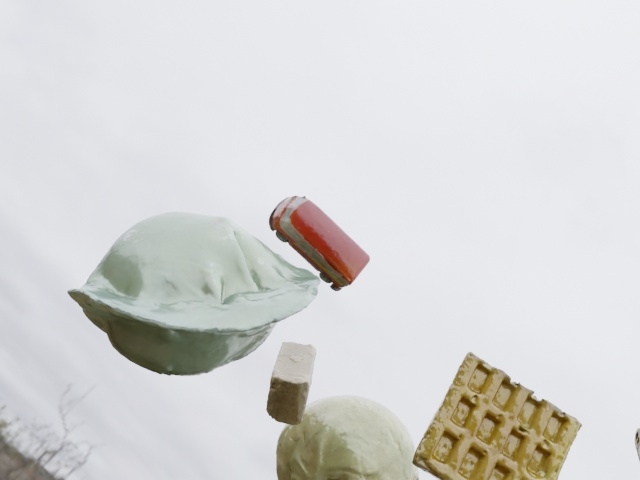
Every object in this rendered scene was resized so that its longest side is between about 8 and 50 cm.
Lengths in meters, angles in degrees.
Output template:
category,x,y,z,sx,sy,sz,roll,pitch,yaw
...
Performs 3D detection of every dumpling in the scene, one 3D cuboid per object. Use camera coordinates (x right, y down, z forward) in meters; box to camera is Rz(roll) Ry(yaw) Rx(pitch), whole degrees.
category,x,y,z,sx,sy,sz,roll,pitch,yaw
dumpling,-0.150,0.082,1.075,0.270,0.321,0.212,27,-47,10

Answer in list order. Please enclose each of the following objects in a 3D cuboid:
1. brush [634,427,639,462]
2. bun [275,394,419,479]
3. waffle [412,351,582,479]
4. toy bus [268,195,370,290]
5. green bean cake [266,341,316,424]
category,x,y,z,sx,sy,sz,roll,pitch,yaw
brush,0.541,0.381,1.320,0.010,0.218,0.083,10,-68,10
bun,0.051,0.558,1.896,0.364,0.364,0.202,42,13,3
waffle,0.307,0.351,1.388,0.247,0.221,0.055,33,-19,-2
toy bus,0.000,0.000,1.288,0.174,0.079,0.077,44,-18,-13
green bean cake,-0.062,0.302,1.712,0.085,0.179,0.109,11,-69,3
